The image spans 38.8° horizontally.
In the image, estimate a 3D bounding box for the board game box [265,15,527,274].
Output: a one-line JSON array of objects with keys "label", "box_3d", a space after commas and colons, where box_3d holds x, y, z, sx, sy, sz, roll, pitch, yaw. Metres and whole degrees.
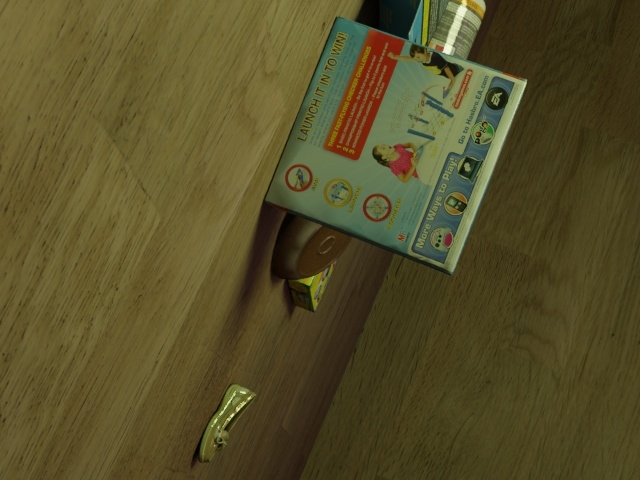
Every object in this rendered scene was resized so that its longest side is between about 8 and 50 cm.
[{"label": "board game box", "box_3d": [0.114, -0.142, 1.380, 0.086, 0.302, 0.308, 30, 81, -80]}]

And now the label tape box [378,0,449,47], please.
[{"label": "label tape box", "box_3d": [0.167, -0.451, 1.588, 0.240, 0.106, 0.333, 78, 35, -71]}]

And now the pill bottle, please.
[{"label": "pill bottle", "box_3d": [0.211, -0.371, 1.819, 0.162, 0.162, 0.278, 22, 89, -80]}]

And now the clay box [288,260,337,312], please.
[{"label": "clay box", "box_3d": [-0.014, 0.052, 1.814, 0.222, 0.053, 0.127, 84, 29, -71]}]

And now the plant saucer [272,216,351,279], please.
[{"label": "plant saucer", "box_3d": [0.000, 0.000, 1.607, 0.199, 0.036, 0.198, -35, 151, -23]}]

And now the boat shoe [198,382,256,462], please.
[{"label": "boat shoe", "box_3d": [-0.165, 0.323, 1.586, 0.056, 0.048, 0.153, 97, 17, -54]}]
